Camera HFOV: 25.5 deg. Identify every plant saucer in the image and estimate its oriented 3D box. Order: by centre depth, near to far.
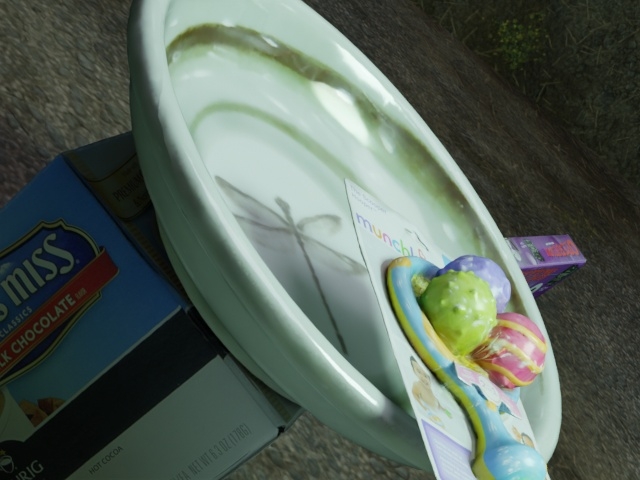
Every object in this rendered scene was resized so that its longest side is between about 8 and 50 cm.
[{"bbox_3d":[0.000,0.000,0.925,0.400,0.100,0.400,41,26,-25],"label":"plant saucer"}]

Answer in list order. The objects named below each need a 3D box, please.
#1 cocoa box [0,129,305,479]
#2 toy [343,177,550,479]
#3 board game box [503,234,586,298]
[{"bbox_3d":[-0.114,0.056,1.061,0.228,0.231,0.347,52,23,2],"label":"cocoa box"},{"bbox_3d":[0.094,0.062,0.821,0.137,0.056,0.237,36,29,-37],"label":"toy"},{"bbox_3d":[0.151,0.070,1.564,0.056,0.208,0.347,54,24,17],"label":"board game box"}]
